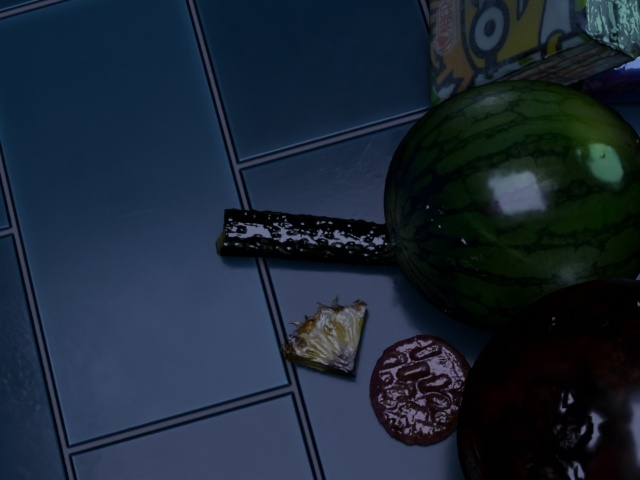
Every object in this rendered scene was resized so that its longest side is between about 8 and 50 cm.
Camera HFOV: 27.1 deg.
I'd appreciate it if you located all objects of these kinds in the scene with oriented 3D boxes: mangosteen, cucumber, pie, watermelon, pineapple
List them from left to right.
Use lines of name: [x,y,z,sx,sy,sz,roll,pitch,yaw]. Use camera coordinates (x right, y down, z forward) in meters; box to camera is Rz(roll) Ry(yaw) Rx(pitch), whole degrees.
cucumber: [0.000,0.000,1.867,0.300,0.072,0.072,5,77,3]
pineapple: [0.018,0.140,1.834,0.137,0.069,0.116,-33,76,-6]
pie: [0.140,0.204,1.828,0.154,0.036,0.154,-1,78,4]
watermelon: [0.257,-0.042,1.726,0.363,0.363,0.363,-1,77,4]
mangosteen: [0.372,0.240,1.531,0.421,0.381,0.381,23,78,-23]

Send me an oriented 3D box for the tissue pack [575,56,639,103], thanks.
tissue pack: [0.489,-0.297,1.863,0.264,0.146,0.198,-2,75,5]

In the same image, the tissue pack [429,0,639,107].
tissue pack: [0.282,-0.314,1.802,0.128,0.311,0.228,11,71,-34]
